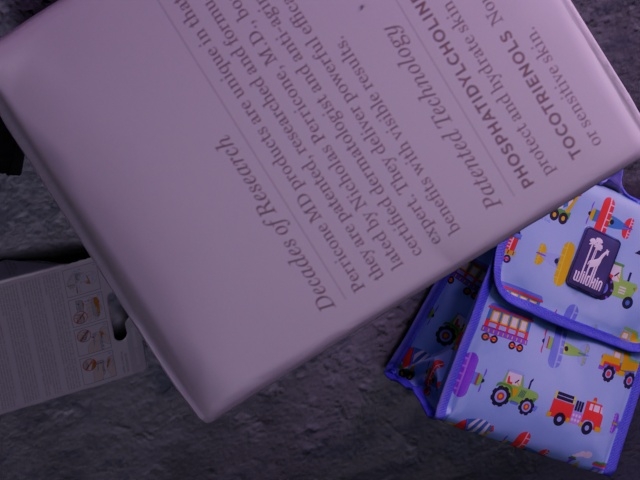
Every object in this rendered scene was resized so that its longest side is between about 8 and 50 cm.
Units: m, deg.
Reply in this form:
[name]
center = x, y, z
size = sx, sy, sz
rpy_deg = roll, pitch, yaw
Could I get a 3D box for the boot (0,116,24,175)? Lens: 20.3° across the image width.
[boot]
center = -0.306, -0.099, 1.564
size = 0.099, 0.045, 0.121
rpy_deg = 0, 136, -19

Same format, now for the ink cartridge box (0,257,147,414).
[ink cartridge box]
center = -0.264, 0.081, 1.698
size = 0.179, 0.045, 0.145
rpy_deg = -17, 121, -19

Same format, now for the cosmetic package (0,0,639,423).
[cosmetic package]
center = -0.012, -0.124, 1.433
size = 0.394, 0.329, 0.327
rpy_deg = -32, 100, 3

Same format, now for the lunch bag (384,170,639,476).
[lunch bag]
center = 0.235, 0.057, 1.798
size = 0.221, 0.138, 0.293
rpy_deg = 20, 98, -24
